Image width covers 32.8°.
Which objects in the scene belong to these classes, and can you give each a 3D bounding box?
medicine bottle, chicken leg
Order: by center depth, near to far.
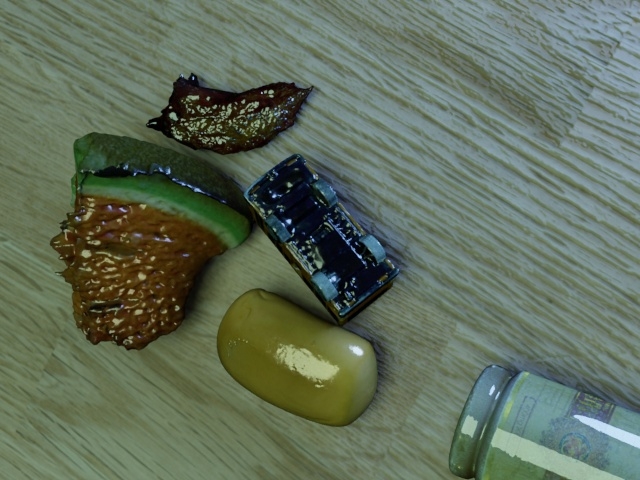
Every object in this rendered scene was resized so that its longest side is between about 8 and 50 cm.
[{"bbox_3d":[0.318,0.260,1.228,0.322,0.151,0.151,20,99,20],"label":"medicine bottle"},{"bbox_3d":[-0.124,-0.166,1.438,0.234,0.063,0.105,7,100,19],"label":"chicken leg"}]

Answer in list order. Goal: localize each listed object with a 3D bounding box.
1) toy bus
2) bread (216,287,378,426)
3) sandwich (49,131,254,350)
[{"bbox_3d":[0.000,0.000,1.365,0.098,0.114,0.201,-38,77,-9],"label":"toy bus"},{"bbox_3d":[-0.036,0.158,1.381,0.217,0.098,0.147,23,132,22],"label":"bread"},{"bbox_3d":[-0.247,0.006,1.452,0.301,0.250,0.162,-65,28,21],"label":"sandwich"}]
